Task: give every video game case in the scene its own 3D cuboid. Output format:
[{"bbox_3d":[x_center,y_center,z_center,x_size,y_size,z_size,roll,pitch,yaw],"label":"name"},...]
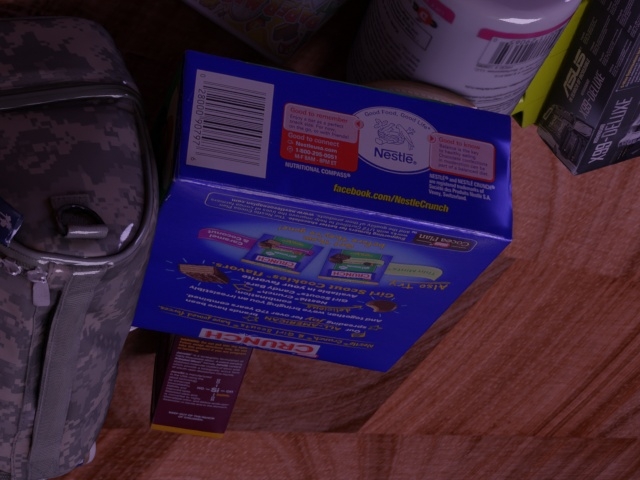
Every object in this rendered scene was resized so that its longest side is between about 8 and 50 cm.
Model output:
[{"bbox_3d":[-0.021,-0.257,1.344,0.206,0.026,0.227,-43,150,12],"label":"video game case"}]

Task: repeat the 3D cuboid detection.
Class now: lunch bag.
[{"bbox_3d":[-0.232,0.011,1.246,0.212,0.256,0.305,-9,141,-25],"label":"lunch bag"}]

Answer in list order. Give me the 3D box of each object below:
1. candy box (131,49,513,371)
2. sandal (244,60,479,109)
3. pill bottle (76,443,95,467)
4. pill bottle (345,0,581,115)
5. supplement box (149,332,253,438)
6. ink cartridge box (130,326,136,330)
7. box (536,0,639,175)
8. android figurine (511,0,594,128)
[{"bbox_3d":[-0.020,-0.011,1.345,0.268,0.122,0.317,11,154,-13],"label":"candy box"},{"bbox_3d":[0.018,-0.091,1.407,0.088,0.240,0.079,77,33,-49],"label":"sandal"},{"bbox_3d":[-0.299,0.216,1.682,0.120,0.067,0.067,-16,145,-32],"label":"pill bottle"},{"bbox_3d":[0.114,-0.175,1.445,0.160,0.160,0.283,-20,158,-27],"label":"pill bottle"},{"bbox_3d":[-0.117,0.103,1.653,0.080,0.104,0.188,9,136,-11],"label":"supplement box"},{"bbox_3d":[-0.210,0.033,1.527,0.099,0.056,0.135,-21,147,-25],"label":"ink cartridge box"},{"bbox_3d":[0.376,-0.219,1.654,0.242,0.076,0.307,-17,145,-28],"label":"box"},{"bbox_3d":[0.271,-0.216,1.684,0.272,0.056,0.248,-29,149,-13],"label":"android figurine"}]
